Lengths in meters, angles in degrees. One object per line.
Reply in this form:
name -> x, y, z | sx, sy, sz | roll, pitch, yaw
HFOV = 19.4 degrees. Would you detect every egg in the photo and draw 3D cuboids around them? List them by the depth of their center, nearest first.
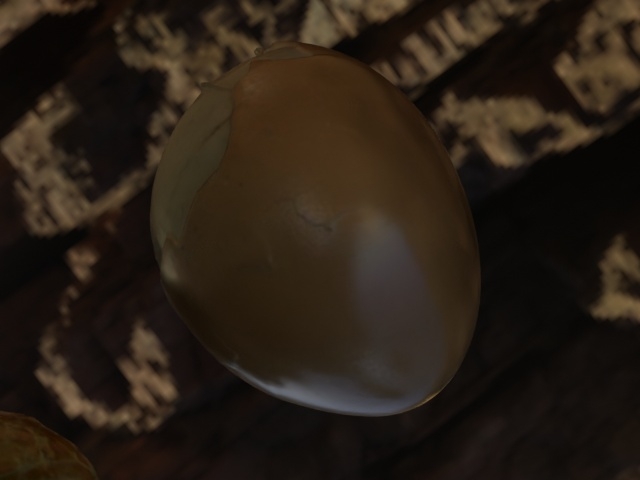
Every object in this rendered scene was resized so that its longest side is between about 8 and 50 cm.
egg -> 0.000, 0.000, 1.180 | 0.201, 0.244, 0.201 | -34, 162, -12

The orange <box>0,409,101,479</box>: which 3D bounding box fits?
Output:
orange -> -0.264, 0.275, 1.358 | 0.249, 0.329, 0.329 | -29, -178, -32
